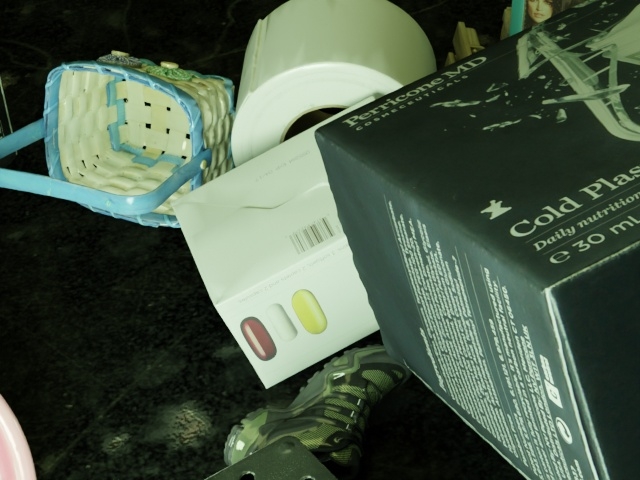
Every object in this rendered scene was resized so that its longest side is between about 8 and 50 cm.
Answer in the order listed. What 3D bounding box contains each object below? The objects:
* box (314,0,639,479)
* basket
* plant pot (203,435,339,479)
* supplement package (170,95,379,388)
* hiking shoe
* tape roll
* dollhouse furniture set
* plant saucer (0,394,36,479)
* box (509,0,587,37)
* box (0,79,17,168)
[{"bbox_3d":[0.323,-0.017,1.493,0.480,0.297,0.472,-26,25,-13],"label":"box"},{"bbox_3d":[-0.252,-0.116,2.002,0.254,0.201,0.289,14,33,22],"label":"basket"},{"bbox_3d":[-0.035,0.294,1.491,0.188,0.167,0.187,-25,43,-24],"label":"plant pot"},{"bbox_3d":[0.000,0.000,1.818,0.262,0.145,0.204,-28,40,1],"label":"supplement package"},{"bbox_3d":[0.018,0.197,1.687,0.227,0.086,0.114,-32,58,-20],"label":"hiking shoe"},{"bbox_3d":[0.020,-0.157,1.983,0.246,0.246,0.169,-2,39,5],"label":"tape roll"},{"bbox_3d":[0.251,-0.214,2.122,0.151,0.144,0.123,3,42,-11],"label":"dollhouse furniture set"},{"bbox_3d":[-0.437,0.251,1.544,0.332,0.332,0.084,-33,5,-29],"label":"plant saucer"},{"bbox_3d":[0.284,-0.202,2.033,0.100,0.060,0.244,9,72,-8],"label":"box"},{"bbox_3d":[-0.496,-0.166,2.005,0.079,0.322,0.257,14,44,22],"label":"box"}]
